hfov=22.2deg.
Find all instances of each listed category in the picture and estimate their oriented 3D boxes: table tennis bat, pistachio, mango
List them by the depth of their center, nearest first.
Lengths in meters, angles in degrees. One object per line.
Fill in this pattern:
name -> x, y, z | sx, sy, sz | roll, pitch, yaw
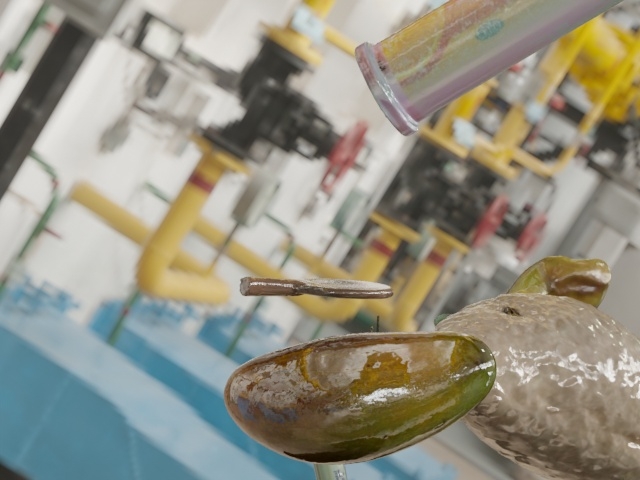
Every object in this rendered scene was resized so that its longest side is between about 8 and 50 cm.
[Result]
mango -> 0.033, 0.140, 1.456 | 0.267, 0.111, 0.133 | -10, 9, 25
table tennis bat -> 0.000, 0.000, 1.701 | 0.170, 0.119, 0.107 | 2, 4, -28
pistachio -> 0.283, 0.087, 2.062 | 0.100, 0.189, 0.110 | 41, -4, 11

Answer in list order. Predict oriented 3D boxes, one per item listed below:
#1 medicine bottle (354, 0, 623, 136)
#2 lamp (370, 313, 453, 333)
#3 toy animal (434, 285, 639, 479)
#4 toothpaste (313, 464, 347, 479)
medicine bottle -> 0.240, -0.256, 1.629 | 0.108, 0.426, 0.108 | 53, 16, -23
lamp -> 0.131, 0.130, 2.253 | 0.121, 0.054, 0.041 | 2, 39, 15
toy animal -> 0.260, 0.160, 1.743 | 0.358, 0.188, 0.226 | 29, 5, -20
toothpaste -> 0.014, 0.312, 2.093 | 0.037, 0.255, 0.067 | -10, 2, 36
